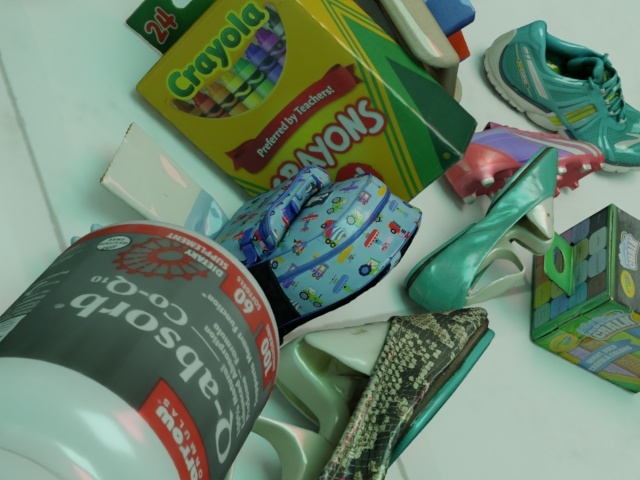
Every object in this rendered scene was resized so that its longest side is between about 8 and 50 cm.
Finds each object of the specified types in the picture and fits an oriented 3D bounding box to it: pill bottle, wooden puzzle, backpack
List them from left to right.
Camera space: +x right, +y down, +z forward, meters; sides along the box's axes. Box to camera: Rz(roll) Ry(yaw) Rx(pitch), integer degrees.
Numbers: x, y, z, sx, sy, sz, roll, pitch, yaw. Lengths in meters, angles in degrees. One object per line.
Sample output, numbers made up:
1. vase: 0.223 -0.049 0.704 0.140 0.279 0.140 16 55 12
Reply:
1. pill bottle: -0.173 0.145 1.020 0.210 0.210 0.363 45 27 -8
2. backpack: 0.000 0.000 1.302 0.117 0.173 0.158 53 42 -13
3. wooden puzzle: 0.075 -0.307 1.520 0.322 0.080 0.348 60 6 5

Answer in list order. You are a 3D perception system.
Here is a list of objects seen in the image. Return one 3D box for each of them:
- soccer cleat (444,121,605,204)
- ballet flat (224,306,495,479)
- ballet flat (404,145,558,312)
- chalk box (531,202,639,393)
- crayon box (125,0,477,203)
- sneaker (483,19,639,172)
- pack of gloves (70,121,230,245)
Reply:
1. soccer cleat: 0.237 -0.102 1.653 0.248 0.083 0.095 -9 67 -39
2. ballet flat: 0.004 0.191 1.251 0.182 0.164 0.482 33 50 -1
3. ballet flat: 0.197 0.000 1.517 0.087 0.083 0.247 41 66 15
4. chalk box: 0.322 0.059 1.588 0.213 0.132 0.132 27 52 -23
5. crayon box: -0.033 -0.147 1.371 0.318 0.202 0.081 42 36 -10
6. sneaker: 0.328 -0.174 1.744 0.275 0.110 0.107 29 50 -24
7. pack of gloves: -0.134 0.035 1.310 0.232 0.046 0.195 42 44 -24
